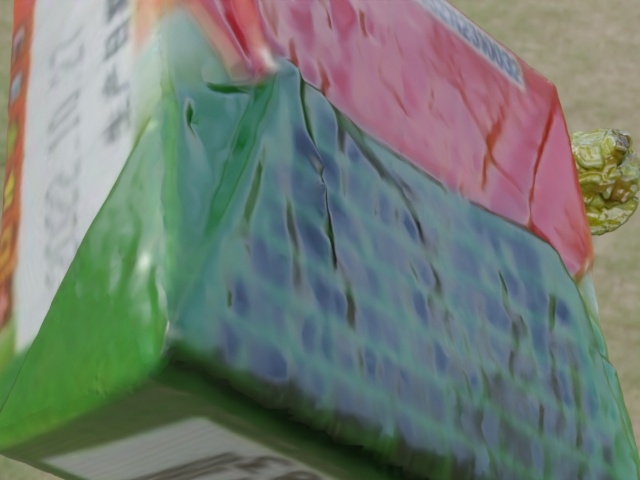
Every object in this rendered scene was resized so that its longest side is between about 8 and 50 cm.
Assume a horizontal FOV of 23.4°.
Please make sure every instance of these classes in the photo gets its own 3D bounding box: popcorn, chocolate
[{"bbox_3d":[0.190,-0.040,1.057,0.060,0.083,0.068,9,-17,29],"label":"popcorn"},{"bbox_3d":[0.000,0.000,0.817,0.360,0.161,0.341,30,42,-40],"label":"chocolate"}]
